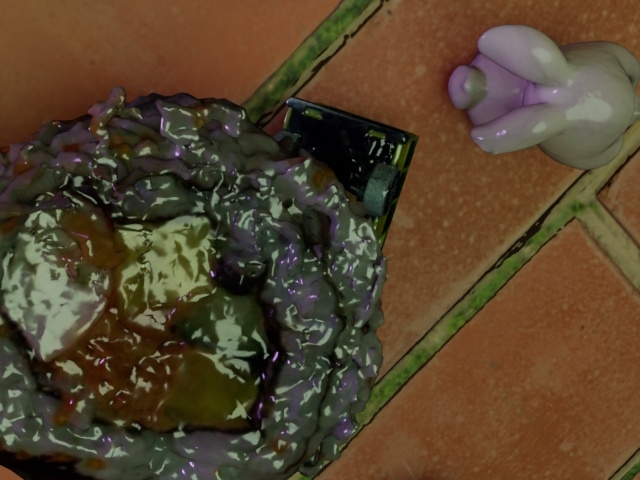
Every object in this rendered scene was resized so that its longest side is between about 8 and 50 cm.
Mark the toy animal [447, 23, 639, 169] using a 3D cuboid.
[{"bbox_3d":[0.218,-0.147,1.065,0.178,0.193,0.128,9,102,-10],"label":"toy animal"}]

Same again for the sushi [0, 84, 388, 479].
[{"bbox_3d":[-0.139,0.062,0.908,0.417,0.176,0.418,-2,112,-6],"label":"sushi"}]

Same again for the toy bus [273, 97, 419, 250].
[{"bbox_3d":[0.000,0.000,1.056,0.128,0.150,0.262,19,101,10],"label":"toy bus"}]
